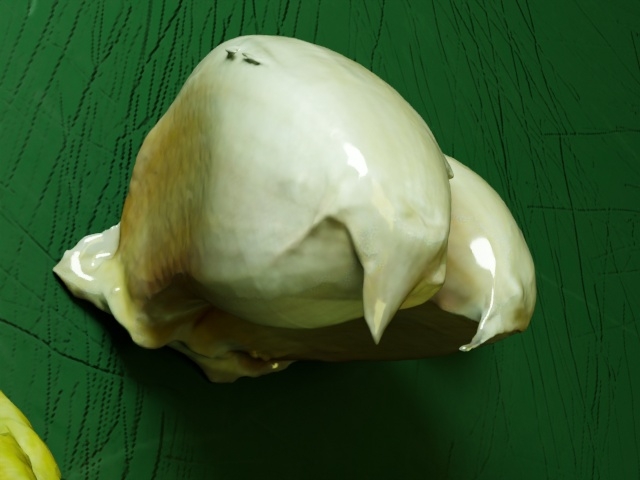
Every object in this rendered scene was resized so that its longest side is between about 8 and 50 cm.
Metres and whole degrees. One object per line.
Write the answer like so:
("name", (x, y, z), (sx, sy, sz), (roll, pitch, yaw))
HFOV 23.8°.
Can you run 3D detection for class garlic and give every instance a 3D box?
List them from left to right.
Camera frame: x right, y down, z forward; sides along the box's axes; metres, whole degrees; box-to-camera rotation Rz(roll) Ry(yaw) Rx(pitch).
("garlic", (0.000, 0.000, 0.995), (0.286, 0.313, 0.249), (51, 50, -16))

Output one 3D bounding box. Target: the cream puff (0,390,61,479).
("cream puff", (-0.255, 0.190, 0.736), (0.274, 0.323, 0.270), (-4, 101, -19))
